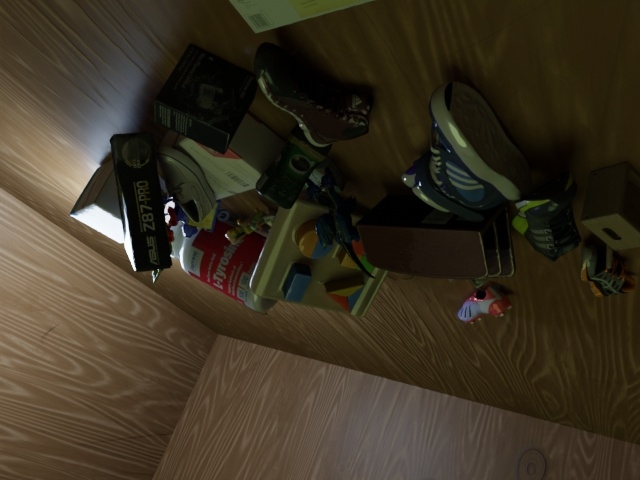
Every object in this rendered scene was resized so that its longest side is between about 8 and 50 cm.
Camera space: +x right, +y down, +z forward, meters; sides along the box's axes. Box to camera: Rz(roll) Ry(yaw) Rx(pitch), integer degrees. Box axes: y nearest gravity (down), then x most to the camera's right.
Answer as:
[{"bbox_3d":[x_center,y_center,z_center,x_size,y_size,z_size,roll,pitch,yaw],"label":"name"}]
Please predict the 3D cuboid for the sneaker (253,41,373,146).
[{"bbox_3d":[0.010,-0.276,1.039,0.163,0.106,0.281,2,161,30],"label":"sneaker"}]

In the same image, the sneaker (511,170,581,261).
[{"bbox_3d":[0.440,-0.037,1.046,0.121,0.111,0.300,59,-170,18],"label":"sneaker"}]

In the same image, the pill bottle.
[{"bbox_3d":[-0.309,0.053,1.852,0.408,0.229,0.229,25,160,18],"label":"pill bottle"}]

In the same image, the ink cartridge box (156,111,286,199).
[{"bbox_3d":[-0.248,-0.216,1.365,0.207,0.117,0.283,36,154,-30],"label":"ink cartridge box"}]

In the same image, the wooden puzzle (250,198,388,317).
[{"bbox_3d":[0.017,0.067,1.505,0.348,0.080,0.322,16,120,-15],"label":"wooden puzzle"}]

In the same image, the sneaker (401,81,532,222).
[{"bbox_3d":[0.226,-0.150,1.055,0.236,0.130,0.323,-10,149,43],"label":"sneaker"}]

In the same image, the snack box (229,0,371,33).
[{"bbox_3d":[-0.027,-0.412,0.790,0.322,0.060,0.187,3,151,39],"label":"snack box"}]

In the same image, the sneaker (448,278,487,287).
[{"bbox_3d":[0.312,0.035,1.416,0.263,0.121,0.099,20,158,7],"label":"sneaker"}]

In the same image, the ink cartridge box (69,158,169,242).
[{"bbox_3d":[-0.643,-0.132,1.814,0.198,0.197,0.270,35,154,-29],"label":"ink cartridge box"}]

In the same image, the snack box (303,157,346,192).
[{"bbox_3d":[-0.019,-0.163,1.381,0.141,0.037,0.100,7,155,30],"label":"snack box"}]

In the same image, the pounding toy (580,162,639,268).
[{"bbox_3d":[0.542,-0.041,1.020,0.141,0.130,0.100,32,156,-23],"label":"pounding toy"}]

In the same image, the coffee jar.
[{"bbox_3d":[-0.058,-0.167,1.235,0.096,0.184,0.079,30,-164,-22],"label":"coffee jar"}]

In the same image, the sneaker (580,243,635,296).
[{"bbox_3d":[0.639,0.065,1.250,0.083,0.084,0.215,-3,156,41],"label":"sneaker"}]

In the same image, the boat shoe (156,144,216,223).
[{"bbox_3d":[-0.333,-0.129,1.370,0.095,0.084,0.258,12,155,25],"label":"boat shoe"}]

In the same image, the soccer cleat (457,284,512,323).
[{"bbox_3d":[0.482,0.190,1.697,0.095,0.083,0.248,53,161,1],"label":"soccer cleat"}]

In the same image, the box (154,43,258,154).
[{"bbox_3d":[-0.231,-0.287,1.139,0.158,0.155,0.093,25,157,-7],"label":"box"}]

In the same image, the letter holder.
[{"bbox_3d":[0.267,0.024,1.280,0.302,0.152,0.214,5,123,38],"label":"letter holder"}]

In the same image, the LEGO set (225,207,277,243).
[{"bbox_3d":[-0.139,-0.040,1.649,0.107,0.132,0.287,-6,168,40],"label":"LEGO set"}]

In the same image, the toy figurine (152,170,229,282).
[{"bbox_3d":[-0.377,-0.052,1.680,0.217,0.362,0.191,5,-156,-32],"label":"toy figurine"}]

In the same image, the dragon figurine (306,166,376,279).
[{"bbox_3d":[0.044,-0.029,1.330,0.085,0.288,0.144,-13,-177,28],"label":"dragon figurine"}]

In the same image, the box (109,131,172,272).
[{"bbox_3d":[-0.465,-0.110,1.426,0.097,0.318,0.395,-7,-168,-21],"label":"box"}]
